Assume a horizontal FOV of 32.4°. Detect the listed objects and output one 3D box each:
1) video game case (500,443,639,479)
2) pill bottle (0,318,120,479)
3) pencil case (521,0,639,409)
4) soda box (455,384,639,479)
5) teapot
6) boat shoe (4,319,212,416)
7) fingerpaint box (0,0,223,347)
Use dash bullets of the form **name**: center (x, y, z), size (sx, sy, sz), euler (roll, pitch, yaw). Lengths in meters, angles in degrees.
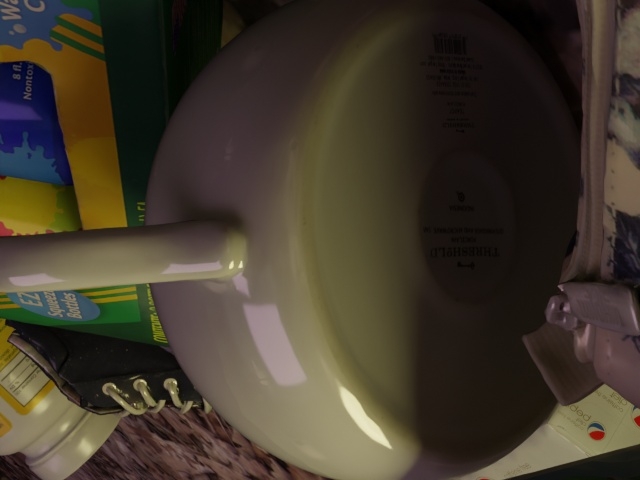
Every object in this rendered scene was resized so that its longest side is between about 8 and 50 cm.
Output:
- **video game case**: center (0.212, 0.104, 0.455), size (0.204, 0.285, 0.025), euler (-5, 90, 56)
- **pill bottle**: center (-0.423, 0.155, 1.433), size (0.334, 0.188, 0.188), euler (48, 153, -14)
- **pencil case**: center (0.136, -0.092, 0.305), size (0.160, 0.183, 0.410), euler (56, 170, 42)
- **soda box**: center (0.160, 0.148, 0.775), size (0.069, 0.074, 0.216), euler (38, 154, 5)
- **teapot**: center (0.000, 0.000, 0.549), size (0.187, 0.253, 0.256), euler (-4, 135, 46)
- **boat shoe**: center (-0.141, 0.129, 1.051), size (0.340, 0.158, 0.127), euler (36, 154, 8)
- **fingerpaint box**: center (-0.250, -0.117, 0.640), size (0.371, 0.163, 0.445), euler (10, 150, -1)
